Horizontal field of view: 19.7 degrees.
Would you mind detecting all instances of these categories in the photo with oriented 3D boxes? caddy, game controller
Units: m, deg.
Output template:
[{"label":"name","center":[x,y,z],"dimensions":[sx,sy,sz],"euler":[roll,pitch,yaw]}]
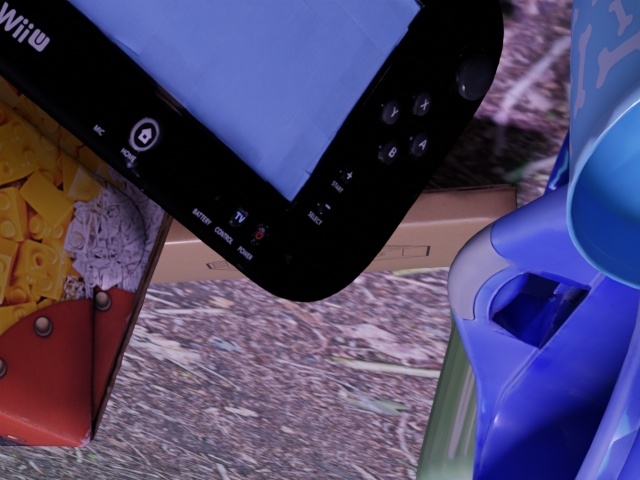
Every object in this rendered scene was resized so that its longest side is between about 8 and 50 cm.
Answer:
[{"label":"caddy","center":[0.142,0.033,0.777],"dimensions":[0.179,0.241,0.341],"euler":[16,160,-1]},{"label":"game controller","center":[-0.037,-0.099,0.705],"dimensions":[0.067,0.166,0.319],"euler":[17,164,39]}]

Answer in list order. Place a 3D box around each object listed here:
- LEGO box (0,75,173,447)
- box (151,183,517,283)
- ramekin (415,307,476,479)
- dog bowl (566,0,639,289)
[{"label":"LEGO box","center":[-0.337,-0.050,0.877],"dimensions":[0.372,0.193,0.500],"euler":[26,161,-27]},{"label":"box","center":[0.000,0.000,0.991],"dimensions":[0.201,0.021,0.164],"euler":[-5,171,1]},{"label":"ramekin","center":[0.203,0.131,1.108],"dimensions":[0.303,0.148,0.303],"euler":[19,161,7]},{"label":"dog bowl","center":[0.210,-0.054,0.562],"dimensions":[0.297,0.074,0.166],"euler":[-1,150,-16]}]
